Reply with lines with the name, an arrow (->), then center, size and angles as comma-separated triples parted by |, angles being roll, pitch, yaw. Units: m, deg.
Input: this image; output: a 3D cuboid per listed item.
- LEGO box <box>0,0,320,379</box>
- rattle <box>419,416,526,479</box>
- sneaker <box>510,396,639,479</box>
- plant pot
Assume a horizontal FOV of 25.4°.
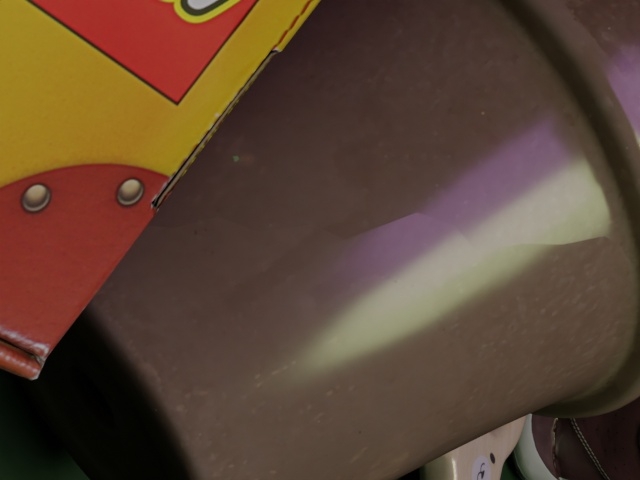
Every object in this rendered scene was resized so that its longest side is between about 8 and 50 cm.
LEGO box -> -0.154, -0.241, 0.255 | 0.372, 0.193, 0.500 | -52, 137, 4
rattle -> 0.118, 0.104, 0.779 | 0.130, 0.143, 0.199 | 17, 71, -69
sneaker -> 0.226, 0.036, 0.855 | 0.106, 0.162, 0.281 | 9, 95, -50
plant pot -> 0.000, 0.000, 0.559 | 0.229, 0.263, 0.263 | -35, 119, -27
